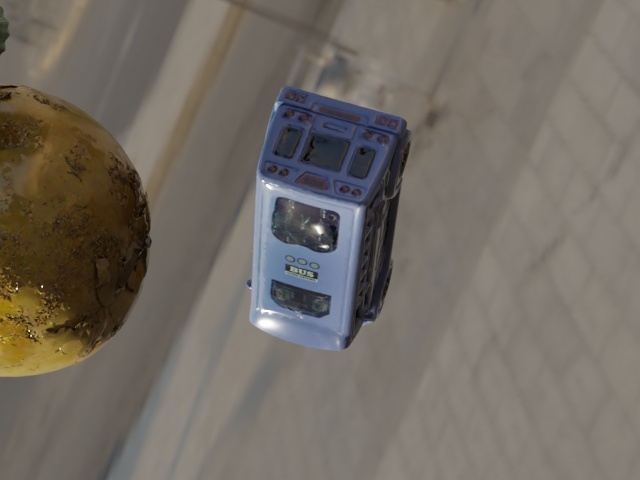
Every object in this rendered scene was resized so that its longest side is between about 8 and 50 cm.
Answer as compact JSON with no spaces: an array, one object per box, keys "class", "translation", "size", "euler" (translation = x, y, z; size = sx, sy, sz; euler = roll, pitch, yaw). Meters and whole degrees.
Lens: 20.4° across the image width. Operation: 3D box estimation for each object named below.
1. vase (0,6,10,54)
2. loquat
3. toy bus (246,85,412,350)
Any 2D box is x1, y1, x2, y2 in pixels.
[{"class":"vase","translation":[-0.286,-0.163,1.329],"size":[0.149,0.081,0.081],"euler":[0,-67,-78]},{"class":"loquat","translation":[-0.245,-0.006,1.397],"size":[0.235,0.235,0.235],"euler":[-58,19,34]},{"class":"toy bus","translation":[0.000,0.000,1.593],"size":[0.292,0.125,0.133],"euler":[95,-167,-54]}]
